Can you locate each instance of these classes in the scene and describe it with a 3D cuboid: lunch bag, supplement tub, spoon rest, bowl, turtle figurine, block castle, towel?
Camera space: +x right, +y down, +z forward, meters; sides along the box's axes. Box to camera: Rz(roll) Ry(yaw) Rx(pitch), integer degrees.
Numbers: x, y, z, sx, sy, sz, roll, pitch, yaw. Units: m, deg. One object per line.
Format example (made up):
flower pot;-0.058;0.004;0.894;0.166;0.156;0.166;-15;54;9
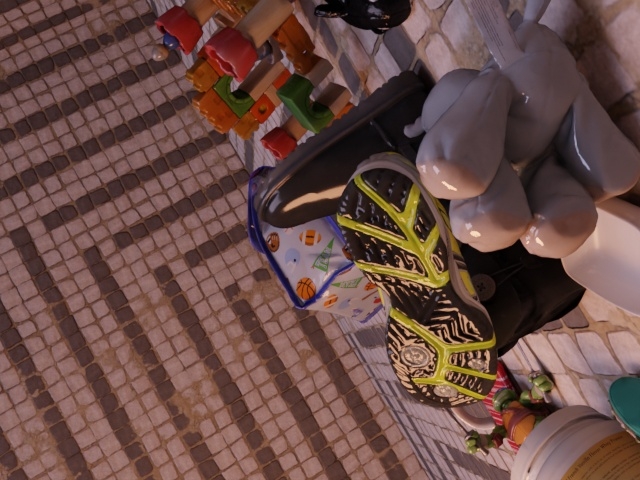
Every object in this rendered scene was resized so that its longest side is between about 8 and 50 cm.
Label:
lunch bag;0.000;0.000;1.527;0.328;0.239;0.385;23;-151;-58
supplement tub;0.443;0.397;0.836;0.316;0.228;0.228;41;157;60
spoon rest;0.337;0.353;1.506;0.276;0.084;0.137;58;-154;2
bowl;0.350;0.006;0.715;0.142;0.053;0.142;45;161;57
turtle figurine;0.363;0.346;1.126;0.274;0.198;0.266;64;174;-31
block castle;-0.110;-0.288;1.220;0.303;0.213;0.453;37;174;43
towel;0.432;0.391;1.372;0.274;0.031;0.199;59;169;4

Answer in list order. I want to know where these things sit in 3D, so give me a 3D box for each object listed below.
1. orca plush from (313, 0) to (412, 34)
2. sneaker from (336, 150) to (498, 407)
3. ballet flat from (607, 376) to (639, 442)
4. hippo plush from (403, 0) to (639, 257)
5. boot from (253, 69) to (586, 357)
orca plush;0.026;-0.409;0.974;0.287;0.102;0.151;55;167;27
sneaker;0.143;0.056;0.785;0.147;0.145;0.384;-67;-38;-56
ballet flat;0.464;0.246;0.756;0.077;0.091;0.241;40;178;-16
hippo plush;0.177;-0.122;0.693;0.294;0.234;0.236;62;168;-13
boot;0.133;0.008;0.959;0.445;0.367;0.146;57;-161;16
